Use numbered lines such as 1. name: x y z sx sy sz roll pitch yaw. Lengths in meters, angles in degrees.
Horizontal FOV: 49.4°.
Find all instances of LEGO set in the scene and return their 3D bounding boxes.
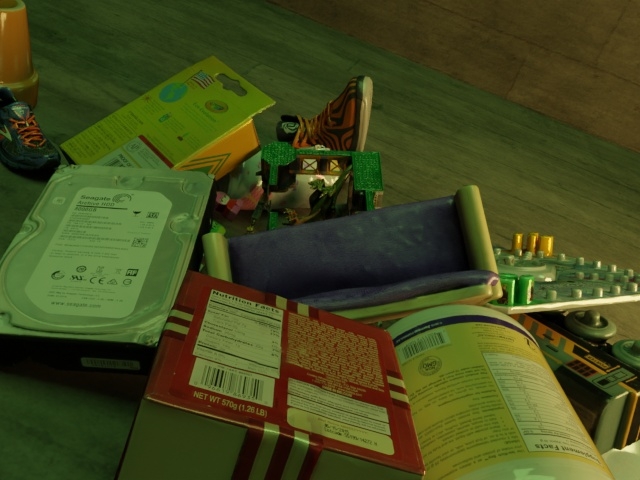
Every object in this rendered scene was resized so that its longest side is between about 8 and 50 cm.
1. LEGO set: 0.000 0.000 1.161 0.254 0.192 0.332 -5 48 -8
2. LEGO set: -0.207 -0.005 1.075 0.093 0.087 0.227 32 29 -7

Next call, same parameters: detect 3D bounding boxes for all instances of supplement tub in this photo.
1. supplement tub: 0.172 0.253 0.730 0.240 0.241 0.331 12 30 -16

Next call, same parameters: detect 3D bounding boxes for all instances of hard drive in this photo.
1. hard drive: -0.276 0.020 0.902 0.236 0.064 0.339 4 39 1

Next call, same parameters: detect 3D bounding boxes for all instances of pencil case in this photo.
1. pencil case: -0.091 -0.118 1.308 0.273 0.124 0.113 -6 42 -39

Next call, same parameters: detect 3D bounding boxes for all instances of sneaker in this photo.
1. sneaker: -0.001 -0.224 1.412 0.179 0.321 0.125 12 62 -4
2. sneaker: -0.516 -0.189 1.186 0.221 0.087 0.083 37 33 27

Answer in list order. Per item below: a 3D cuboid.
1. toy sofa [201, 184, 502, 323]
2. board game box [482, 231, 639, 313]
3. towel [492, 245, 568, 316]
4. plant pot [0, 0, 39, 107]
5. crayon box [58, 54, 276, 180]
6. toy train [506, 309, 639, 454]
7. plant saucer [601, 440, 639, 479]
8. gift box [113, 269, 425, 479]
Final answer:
1. toy sofa: 0.037 0.035 0.895 0.362 0.150 0.177 -10 -13 2
2. board game box: 0.339 0.040 1.179 0.389 0.051 0.390 -2 9 -24
3. towel: 0.366 0.090 1.350 0.209 0.034 0.285 15 27 -6
4. plant pot: -0.629 -0.363 1.301 0.205 0.188 0.205 16 29 -9
5. crayon box: -0.247 -0.169 1.174 0.318 0.081 0.202 -36 55 -17
6. toy train: 0.362 0.184 1.052 0.190 0.142 0.334 -11 29 -31
7. plant saucer: 0.468 0.340 0.987 0.194 0.038 0.195 17 28 -9
8. gift box: -0.077 0.213 0.611 0.255 0.258 0.276 19 21 -4
